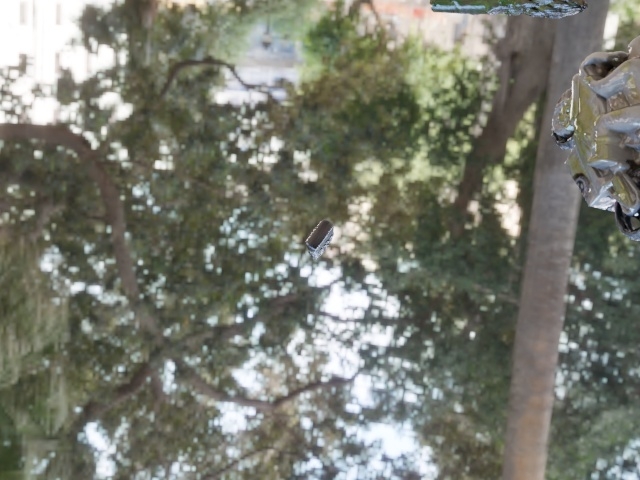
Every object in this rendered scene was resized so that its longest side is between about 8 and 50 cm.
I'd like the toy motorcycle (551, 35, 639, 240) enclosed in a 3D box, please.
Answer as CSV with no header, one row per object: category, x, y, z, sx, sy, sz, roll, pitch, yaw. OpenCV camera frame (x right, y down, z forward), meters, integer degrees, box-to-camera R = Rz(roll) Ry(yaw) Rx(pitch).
toy motorcycle,0.410,-0.158,1.308,0.108,0.222,0.340,10,-146,-17

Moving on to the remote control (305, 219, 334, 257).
remote control,0.000,0.000,1.586,0.028,0.059,0.212,33,176,2

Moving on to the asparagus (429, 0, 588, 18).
asparagus,0.193,-0.245,1.003,0.165,0.030,0.036,8,165,29
